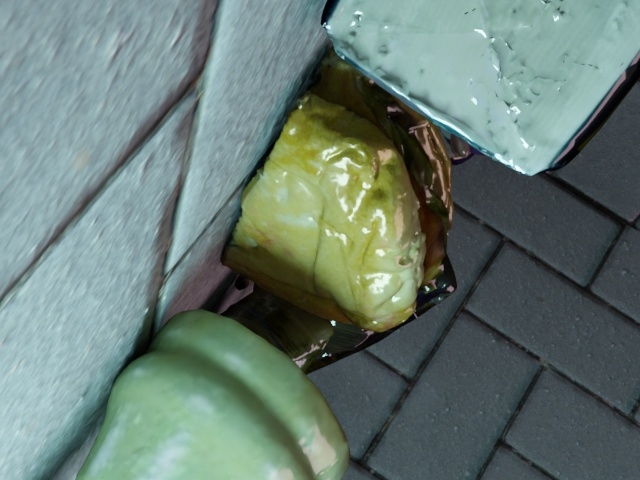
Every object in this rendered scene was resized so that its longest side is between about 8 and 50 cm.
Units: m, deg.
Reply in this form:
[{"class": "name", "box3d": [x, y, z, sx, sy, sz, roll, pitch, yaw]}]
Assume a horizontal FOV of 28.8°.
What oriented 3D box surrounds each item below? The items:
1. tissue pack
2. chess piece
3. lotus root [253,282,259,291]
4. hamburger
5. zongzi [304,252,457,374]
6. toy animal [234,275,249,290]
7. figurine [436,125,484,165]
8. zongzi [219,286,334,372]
[{"class": "tissue pack", "box3d": [0.194, -0.245, 1.086, 0.264, 0.253, 0.416, -59, 173, 21]}, {"class": "chess piece", "box3d": [-0.178, 0.292, 1.105, 0.442, 0.234, 0.234, -50, 172, -32]}, {"class": "lotus root", "box3d": [0.000, 0.000, 1.573, 0.258, 0.110, 0.097, -48, -167, -26]}, {"class": "hamburger", "box3d": [0.038, -0.024, 1.235, 0.162, 0.209, 0.330, -52, 175, -37]}, {"class": "zongzi", "box3d": [0.045, 0.096, 2.324, 0.432, 0.208, 0.403, -40, -171, 13]}, {"class": "toy animal", "box3d": [0.014, -0.071, 1.452, 0.312, 0.097, 0.157, -53, 162, -16]}, {"class": "figurine", "box3d": [0.268, -0.229, 2.450, 0.193, 0.154, 0.421, -21, 179, -5]}, {"class": "zongzi", "box3d": [-0.139, 0.185, 1.439, 0.274, 0.125, 0.251, -32, 161, -41]}]
